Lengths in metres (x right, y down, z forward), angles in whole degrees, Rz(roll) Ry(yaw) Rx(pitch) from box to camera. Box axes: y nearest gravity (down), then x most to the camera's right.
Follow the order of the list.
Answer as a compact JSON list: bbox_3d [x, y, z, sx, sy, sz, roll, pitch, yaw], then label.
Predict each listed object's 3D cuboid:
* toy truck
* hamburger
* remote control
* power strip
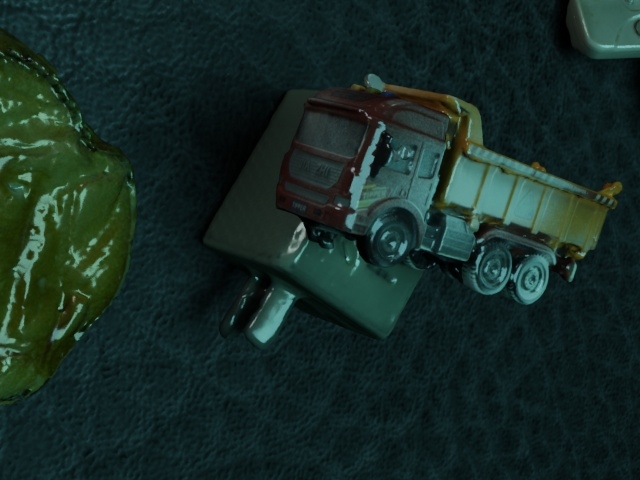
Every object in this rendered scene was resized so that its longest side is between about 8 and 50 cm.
[{"bbox_3d":[0.101,-0.036,0.801,0.270,0.114,0.135,14,94,-38],"label":"toy truck"},{"bbox_3d":[-0.276,-0.020,0.693,0.265,0.134,0.285,-55,131,-22],"label":"hamburger"},{"bbox_3d":[0.378,-0.240,1.117,0.230,0.049,0.090,-7,72,-9],"label":"remote control"},{"bbox_3d":[0.000,0.000,0.892,0.140,0.139,0.224,36,78,-36],"label":"power strip"}]
